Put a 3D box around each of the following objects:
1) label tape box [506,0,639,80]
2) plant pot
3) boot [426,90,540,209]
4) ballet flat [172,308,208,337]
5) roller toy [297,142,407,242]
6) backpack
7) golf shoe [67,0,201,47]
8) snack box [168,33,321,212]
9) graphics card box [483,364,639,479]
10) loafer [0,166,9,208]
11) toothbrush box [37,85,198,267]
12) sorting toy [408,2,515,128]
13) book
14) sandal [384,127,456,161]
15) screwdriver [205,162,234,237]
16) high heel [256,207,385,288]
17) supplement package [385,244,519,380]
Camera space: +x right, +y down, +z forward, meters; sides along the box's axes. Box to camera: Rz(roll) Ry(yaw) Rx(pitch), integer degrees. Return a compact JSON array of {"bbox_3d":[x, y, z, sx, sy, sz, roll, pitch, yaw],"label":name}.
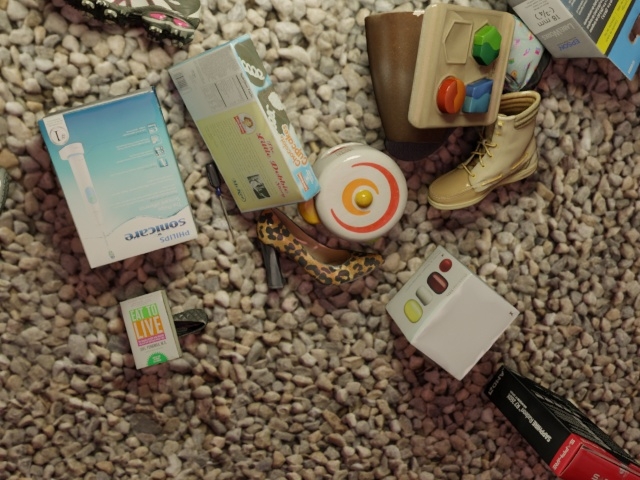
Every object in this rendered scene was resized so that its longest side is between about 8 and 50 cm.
[{"bbox_3d":[0.501,-0.486,1.416,0.333,0.106,0.241,42,64,-19],"label":"label tape box"},{"bbox_3d":[0.186,-0.303,1.390,0.215,0.215,0.231,0,98,-11],"label":"plant pot"},{"bbox_3d":[0.332,-0.184,1.488,0.261,0.095,0.204,-22,140,-7],"label":"boot"},{"bbox_3d":[-0.321,0.190,1.543,0.173,0.049,0.058,-23,108,-3],"label":"ballet flat"},{"bbox_3d":[0.072,-0.099,1.481,0.209,0.146,0.191,23,100,-15],"label":"roller toy"},{"bbox_3d":[0.371,-0.384,1.460,0.181,0.115,0.152,26,87,-23],"label":"backpack"},{"bbox_3d":[-0.353,-0.451,1.336,0.272,0.105,0.120,14,87,-20],"label":"golf shoe"},{"bbox_3d":[-0.144,-0.212,1.394,0.060,0.187,0.322,-44,116,-42],"label":"snack box"},{"bbox_3d":[0.540,0.429,1.607,0.232,0.371,0.094,28,99,-18],"label":"graphics card box"},{"bbox_3d":[-0.671,-0.031,1.389,0.087,0.094,0.251,24,101,-20],"label":"loafer"},{"bbox_3d":[-0.379,-0.123,1.400,0.216,0.126,0.296,-17,108,-6],"label":"toothbrush box"},{"bbox_3d":[0.267,-0.351,1.286,0.229,0.041,0.308,-9,114,-39],"label":"sorting toy"},{"bbox_3d":[-0.354,0.185,1.518,0.096,0.035,0.144,-17,87,5],"label":"book"},{"bbox_3d":[0.240,-0.252,1.524,0.254,0.054,0.097,-36,117,-9],"label":"sandal"},{"bbox_3d":[-0.207,-0.081,1.505,0.025,0.024,0.170,-1,116,21],"label":"screwdriver"},{"bbox_3d":[0.000,0.000,1.521,0.261,0.093,0.186,-7,114,1],"label":"high heel"},{"bbox_3d":[0.275,0.149,1.563,0.149,0.203,0.194,38,96,-18],"label":"supplement package"}]
